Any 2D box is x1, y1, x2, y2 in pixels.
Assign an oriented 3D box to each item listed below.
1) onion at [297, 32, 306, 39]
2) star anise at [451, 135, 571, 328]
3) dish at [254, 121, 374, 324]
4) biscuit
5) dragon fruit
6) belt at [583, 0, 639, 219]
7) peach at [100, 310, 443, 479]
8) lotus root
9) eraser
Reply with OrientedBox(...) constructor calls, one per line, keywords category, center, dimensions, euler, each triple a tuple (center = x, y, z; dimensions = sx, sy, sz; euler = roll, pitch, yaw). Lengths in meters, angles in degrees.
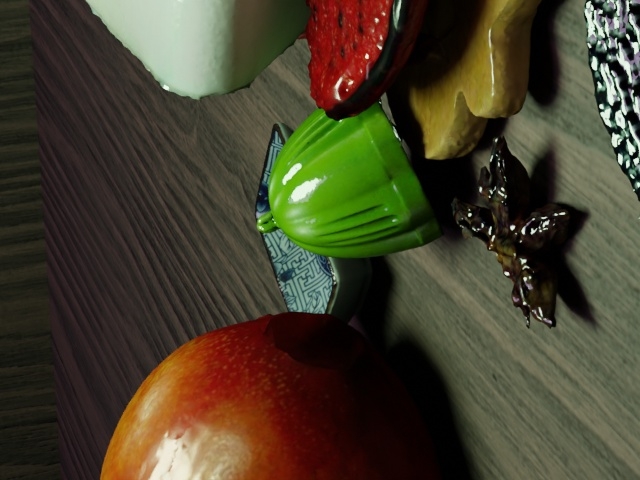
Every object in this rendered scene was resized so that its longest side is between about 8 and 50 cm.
OrientedBox(category="onion", center=(-0.032, -0.278, 1.810), dimensions=(0.107, 0.097, 0.107), euler=(160, 90, -76))
OrientedBox(category="star anise", center=(0.174, -0.015, 1.411), dimensions=(0.157, 0.054, 0.212), euler=(99, 156, -44))
OrientedBox(category="dish", center=(0.000, 0.000, 1.870), dimensions=(0.182, 0.080, 0.243), euler=(107, 150, -51))
OrientedBox(category="biscuit", center=(0.129, -0.214, 1.450), dimensions=(0.355, 0.052, 0.275), euler=(110, 149, -56))
OrientedBox(category="dragon fruit", center=(0.054, -0.269, 1.412), dimensions=(0.282, 0.100, 0.343), euler=(-140, 45, -67))
OrientedBox(category="belt", center=(0.273, -0.103, 0.953), dimensions=(0.207, 0.150, 0.257), euler=(-56, 47, 50))
OrientedBox(category="peach", center=(-0.046, 0.262, 1.717), dimensions=(0.388, 0.388, 0.388), euler=(171, 90, -71))
OrientedBox(category="lotus root", center=(0.012, -0.050, 1.593), dimensions=(0.186, 0.186, 0.186), euler=(171, 90, -71))
OrientedBox(category="eraser", center=(-0.111, -0.285, 1.609), dimensions=(0.150, 0.331, 0.331), euler=(99, 154, -43))
